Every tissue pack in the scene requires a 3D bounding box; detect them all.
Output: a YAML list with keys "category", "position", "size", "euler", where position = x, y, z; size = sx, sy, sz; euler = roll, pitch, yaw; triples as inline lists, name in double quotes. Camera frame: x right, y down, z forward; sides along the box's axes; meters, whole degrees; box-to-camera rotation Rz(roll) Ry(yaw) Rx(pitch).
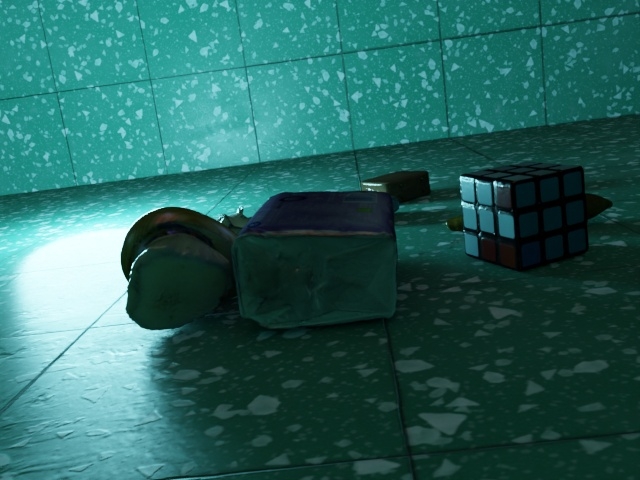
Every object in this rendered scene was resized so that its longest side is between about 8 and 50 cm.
- category: "tissue pack"
  position: [0.006, 0.020, 1.128]
  size: [0.242, 0.160, 0.338]
  euler: [-2, 15, 6]

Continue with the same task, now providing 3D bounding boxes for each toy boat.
- category: "toy boat"
  position: [-0.216, -0.011, 1.538]
  size: [0.084, 0.066, 0.210]
  euler: [-2, -18, -32]

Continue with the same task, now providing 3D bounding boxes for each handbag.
- category: "handbag"
  position: [0.214, -0.154, 1.984]
  size: [0.193, 0.072, 0.151]
  euler: [-21, 18, -39]

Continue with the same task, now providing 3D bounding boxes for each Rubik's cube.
- category: "Rubik's cube"
  position: [0.362, -0.049, 1.219]
  size: [0.161, 0.162, 0.163]
  euler: [-13, 15, -21]

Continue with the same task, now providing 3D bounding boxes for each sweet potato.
- category: "sweet potato"
  position: [0.435, -0.055, 1.416]
  size: [0.346, 0.079, 0.108]
  euler: [-6, -16, 14]

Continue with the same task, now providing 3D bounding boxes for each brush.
- category: "brush"
  position: [-0.201, 0.054, 1.148]
  size: [0.267, 0.174, 0.166]
  euler: [11, 22, -28]

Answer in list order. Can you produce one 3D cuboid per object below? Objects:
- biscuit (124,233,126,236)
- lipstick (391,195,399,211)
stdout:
- category: "biscuit"
  position: [-0.442, -0.013, 1.801]
  size: [0.170, 0.050, 0.170]
  euler: [-15, 12, 3]
- category: "lipstick"
  position: [0.156, -0.077, 1.723]
  size: [0.048, 0.048, 0.158]
  euler: [-1, 14, 26]
